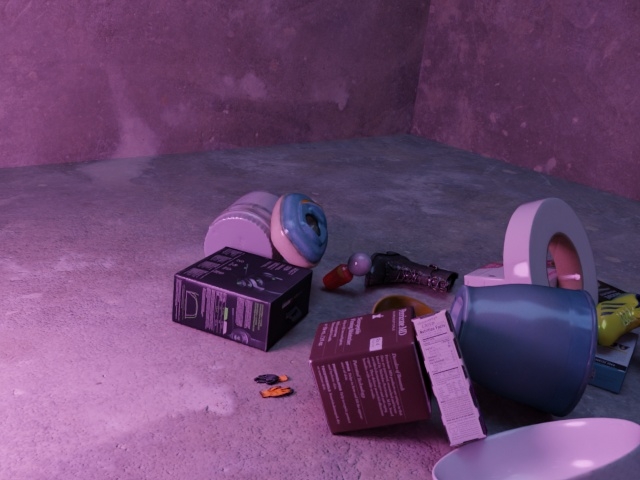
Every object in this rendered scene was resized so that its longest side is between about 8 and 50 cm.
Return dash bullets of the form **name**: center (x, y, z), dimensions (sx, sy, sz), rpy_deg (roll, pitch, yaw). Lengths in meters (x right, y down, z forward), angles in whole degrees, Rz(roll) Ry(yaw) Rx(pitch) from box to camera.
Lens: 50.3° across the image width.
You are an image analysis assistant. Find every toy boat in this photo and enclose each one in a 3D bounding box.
- **toy boat**: center (0.000, 0.000, 1.857), dimensions (0.148, 0.318, 0.268), rpy_deg (-32, 27, 21)

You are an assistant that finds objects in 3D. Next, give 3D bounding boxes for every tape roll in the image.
- **tape roll**: center (0.586, 0.088, 1.713), dimensions (0.072, 0.392, 0.392), rpy_deg (-11, 4, 42)

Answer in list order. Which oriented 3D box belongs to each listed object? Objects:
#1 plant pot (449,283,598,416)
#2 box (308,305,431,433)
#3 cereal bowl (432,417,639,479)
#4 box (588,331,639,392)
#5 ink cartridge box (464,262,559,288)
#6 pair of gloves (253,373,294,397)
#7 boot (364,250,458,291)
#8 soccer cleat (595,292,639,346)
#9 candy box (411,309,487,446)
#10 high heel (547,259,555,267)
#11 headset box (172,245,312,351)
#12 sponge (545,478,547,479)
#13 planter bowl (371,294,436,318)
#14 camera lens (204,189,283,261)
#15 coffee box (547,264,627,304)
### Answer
- **plant pot**: center (0.402, 0.208, 1.441), dimensions (0.255, 0.272, 0.272), rpy_deg (13, 21, 2)
- **box**: center (0.102, 0.251, 1.337), dimensions (0.203, 0.167, 0.168), rpy_deg (-12, 17, 11)
- **cereal bowl**: center (0.353, 0.392, 1.063), dimensions (0.338, 0.141, 0.339), rpy_deg (-16, -5, -1)
- **box**: center (0.707, 0.283, 1.671), dimensions (0.100, 0.060, 0.244), rpy_deg (17, 23, 28)
- **ink cartridge box**: center (0.546, 0.134, 1.892), dimensions (0.237, 0.100, 0.172), rpy_deg (5, 15, 41)
- **pair of gloves**: center (-0.098, 0.304, 1.439), dimensions (0.074, 0.010, 0.083), rpy_deg (-1, 21, -20)
- **boot**: center (0.270, 0.100, 1.988), dimensions (0.228, 0.091, 0.263), rpy_deg (17, 21, 27)
- **soccer cleat**: center (0.753, 0.187, 1.689), dimensions (0.121, 0.094, 0.289), rpy_deg (-9, 4, 38)
- **candy box**: center (0.242, 0.254, 1.273), dimensions (0.071, 0.234, 0.159), rpy_deg (-18, -15, 10)
- **high heel**: center (0.637, 0.109, 2.138), dimensions (0.244, 0.082, 0.117), rpy_deg (-23, 1, -29)
- **headset box**: center (-0.180, 0.137, 1.690), dimensions (0.282, 0.131, 0.246), rpy_deg (14, 21, 19)
- **sponge**: center (0.512, 0.452, 1.198), dimensions (0.210, 0.031, 0.117), rpy_deg (-2, 22, -21)
- **planter bowl**: center (0.192, 0.234, 1.535), dimensions (0.217, 0.090, 0.217), rpy_deg (18, 41, -16)
- **camera lens**: center (-0.192, -0.012, 1.960), dimensions (0.219, 0.220, 0.274), rpy_deg (10, 21, 10)
- **coffee box**: center (0.739, 0.162, 1.952), dimensions (0.141, 0.098, 0.246), rpy_deg (-9, 25, -35)
